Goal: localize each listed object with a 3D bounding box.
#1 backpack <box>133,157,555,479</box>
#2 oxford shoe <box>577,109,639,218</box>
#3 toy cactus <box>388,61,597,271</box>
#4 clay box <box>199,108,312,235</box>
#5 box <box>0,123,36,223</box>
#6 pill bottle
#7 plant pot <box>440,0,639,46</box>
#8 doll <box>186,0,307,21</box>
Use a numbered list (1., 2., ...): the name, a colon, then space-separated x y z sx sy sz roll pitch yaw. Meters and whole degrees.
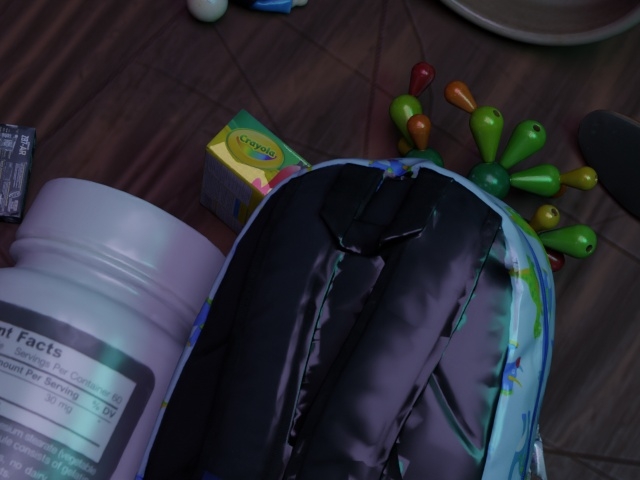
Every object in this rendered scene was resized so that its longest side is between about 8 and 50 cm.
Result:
1. backpack: 0.029 0.116 1.160 0.290 0.273 0.356 12 97 27
2. oxford shoe: 0.322 -0.051 1.451 0.212 0.076 0.076 36 42 9
3. toy cactus: 0.124 -0.033 1.412 0.219 0.112 0.180 39 91 5
4. clay box: 0.000 0.000 1.360 0.222 0.127 0.053 39 71 7
5. box: -0.281 -0.059 1.409 0.067 0.018 0.083 7 71 -4
6. pill bottle: -0.213 0.149 1.249 0.204 0.204 0.361 24 70 3
7. plant pot: 0.213 -0.340 1.454 0.263 0.263 0.229 26 53 3
8. doll: -0.051 -0.267 1.487 0.129 0.046 0.189 44 79 -1
